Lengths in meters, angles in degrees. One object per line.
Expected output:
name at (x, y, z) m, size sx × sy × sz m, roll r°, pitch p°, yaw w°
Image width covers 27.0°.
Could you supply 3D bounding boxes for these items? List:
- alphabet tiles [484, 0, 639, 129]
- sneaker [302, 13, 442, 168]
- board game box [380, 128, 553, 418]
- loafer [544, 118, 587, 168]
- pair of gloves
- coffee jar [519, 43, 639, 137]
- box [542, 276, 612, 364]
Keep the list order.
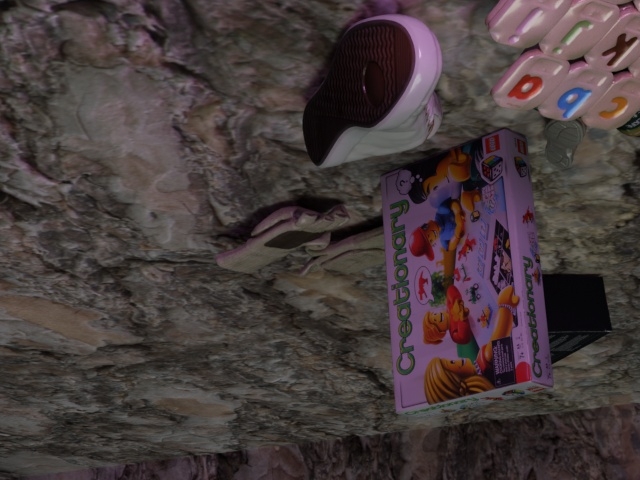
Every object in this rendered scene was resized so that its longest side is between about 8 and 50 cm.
alphabet tiles at (0.288, -0.206, 1.179) m, size 0.284 × 0.021 × 0.278 m, roll 7°, pitch 138°, yaw -34°
sneaker at (0.077, -0.152, 1.309) m, size 0.123 × 0.106 × 0.290 m, roll -9°, pitch 172°, yaw -19°
board game box at (0.166, 0.041, 1.565) m, size 0.193 × 0.305 × 0.053 m, roll -20°, pitch 154°, yaw 38°
loafer at (0.283, -0.126, 1.530) m, size 0.045 × 0.039 × 0.125 m, roll 26°, pitch 163°, yaw 12°
pair of gloves at (0.000, 0.000, 1.824) m, size 0.240 × 0.042 × 0.204 m, roll 7°, pitch 155°, yaw -38°
coffee jar at (0.290, -0.160, 1.330) m, size 0.184 × 0.079 × 0.096 m, roll 9°, pitch 138°, yaw -37°
box at (0.346, 0.143, 2.253) m, size 0.184 × 0.103 × 0.261 m, roll -3°, pitch 163°, yaw -17°
